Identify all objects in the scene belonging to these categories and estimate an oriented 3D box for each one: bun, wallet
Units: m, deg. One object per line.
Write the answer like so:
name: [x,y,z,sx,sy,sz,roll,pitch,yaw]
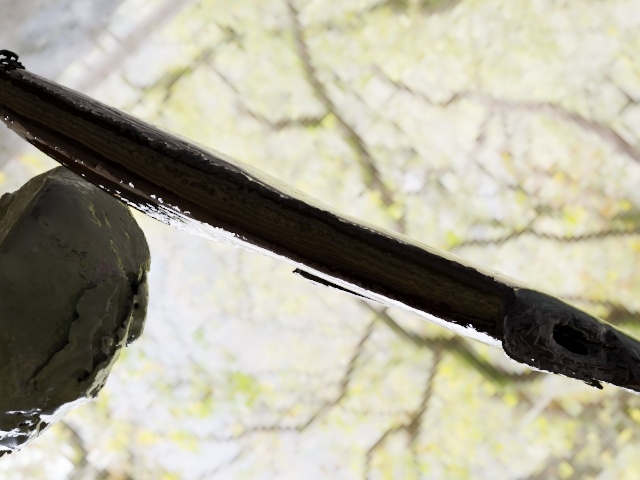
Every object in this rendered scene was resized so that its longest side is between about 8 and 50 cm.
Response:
bun: [-0.209,0.058,1.317,0.141,0.239,0.239,41,178,-18]
wallet: [0.000,0.000,0.658,0.255,0.031,0.137,23,176,39]
